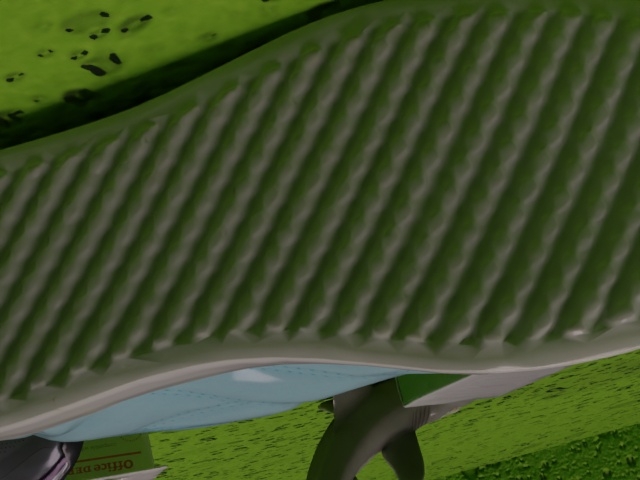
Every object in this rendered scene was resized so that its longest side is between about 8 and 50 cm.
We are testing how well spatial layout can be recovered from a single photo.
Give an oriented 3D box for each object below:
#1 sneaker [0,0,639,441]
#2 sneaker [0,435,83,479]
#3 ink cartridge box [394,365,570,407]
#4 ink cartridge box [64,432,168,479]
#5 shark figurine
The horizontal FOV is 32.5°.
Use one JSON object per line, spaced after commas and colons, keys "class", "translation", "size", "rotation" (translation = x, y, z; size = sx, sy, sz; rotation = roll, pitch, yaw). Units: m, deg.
{"class": "sneaker", "translation": [0.000, 0.000, 0.434], "size": [0.365, 0.135, 0.150], "rotation": [-9, 171, 13]}
{"class": "sneaker", "translation": [-0.260, 0.145, 0.734], "size": [0.223, 0.083, 0.098], "rotation": [-23, 155, 29]}
{"class": "ink cartridge box", "translation": [0.157, 0.062, 0.808], "size": [0.109, 0.062, 0.209], "rotation": [1, 157, -38]}
{"class": "ink cartridge box", "translation": [-0.207, 0.189, 0.928], "size": [0.104, 0.062, 0.181], "rotation": [-4, 160, -29]}
{"class": "shark figurine", "translation": [0.028, 0.182, 0.976], "size": [0.166, 0.278, 0.116], "rotation": [9, 132, 28]}
